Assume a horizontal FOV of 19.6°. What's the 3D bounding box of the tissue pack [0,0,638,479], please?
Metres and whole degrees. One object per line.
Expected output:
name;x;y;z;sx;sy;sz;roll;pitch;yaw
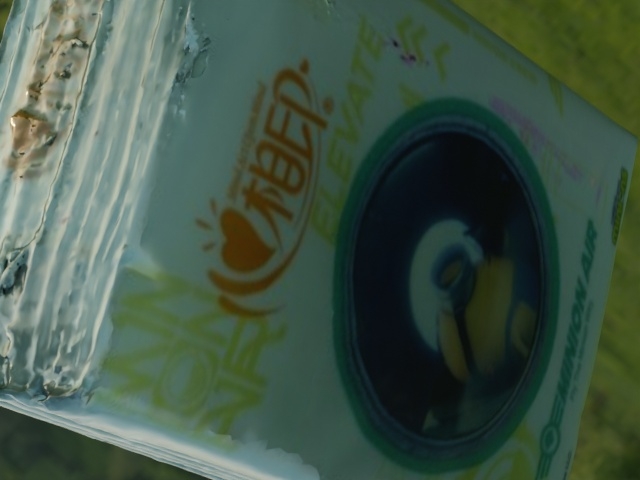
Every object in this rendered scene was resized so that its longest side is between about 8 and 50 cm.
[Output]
tissue pack;0.000;0.000;0.995;0.162;0.287;0.388;1;162;41
